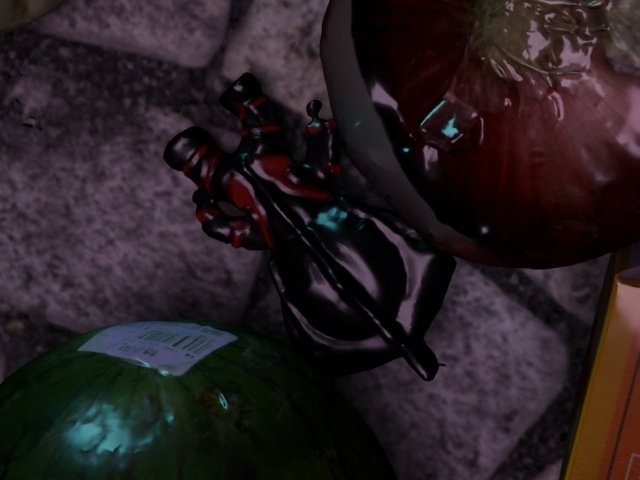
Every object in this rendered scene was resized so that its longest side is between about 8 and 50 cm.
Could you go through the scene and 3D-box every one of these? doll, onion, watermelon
[{"bbox_3d":[0.002,-0.002,1.062,0.249,0.088,0.127,45,131,8],"label":"doll"},{"bbox_3d":[0.138,-0.117,0.865,0.272,0.195,0.272,7,102,37],"label":"onion"},{"bbox_3d":[-0.102,0.235,1.018,0.363,0.363,0.363,3,105,13],"label":"watermelon"}]

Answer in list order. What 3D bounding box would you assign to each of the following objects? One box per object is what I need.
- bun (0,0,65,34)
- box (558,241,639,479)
[{"bbox_3d":[-0.239,-0.248,1.019,0.229,0.145,0.229,4,108,11],"label":"bun"},{"bbox_3d":[0.299,0.114,0.924,0.283,0.259,0.214,15,107,10],"label":"box"}]
